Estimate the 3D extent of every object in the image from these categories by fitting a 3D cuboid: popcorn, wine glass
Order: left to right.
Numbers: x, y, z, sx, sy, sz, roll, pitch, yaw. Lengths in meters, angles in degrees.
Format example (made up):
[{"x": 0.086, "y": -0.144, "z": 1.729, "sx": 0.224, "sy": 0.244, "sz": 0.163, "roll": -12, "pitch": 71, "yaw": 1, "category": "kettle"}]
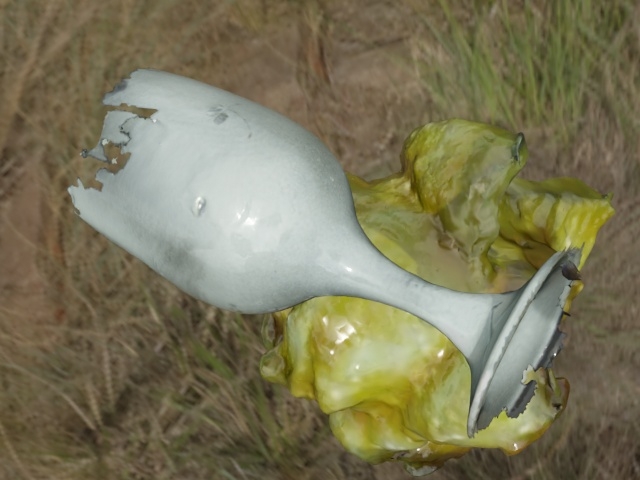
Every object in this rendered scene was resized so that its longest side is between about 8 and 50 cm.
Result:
[{"x": 0.000, "y": 0.000, "z": 0.848, "sx": 0.321, "sy": 0.143, "sz": 0.143, "roll": 26, "pitch": 78, "yaw": 20, "category": "wine glass"}, {"x": 0.095, "y": 0.027, "z": 1.189, "sx": 0.290, "sy": 0.326, "sz": 0.321, "roll": 14, "pitch": 47, "yaw": 12, "category": "popcorn"}]
